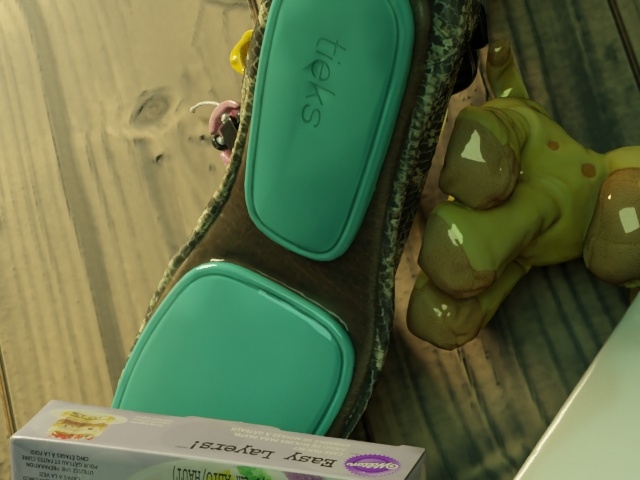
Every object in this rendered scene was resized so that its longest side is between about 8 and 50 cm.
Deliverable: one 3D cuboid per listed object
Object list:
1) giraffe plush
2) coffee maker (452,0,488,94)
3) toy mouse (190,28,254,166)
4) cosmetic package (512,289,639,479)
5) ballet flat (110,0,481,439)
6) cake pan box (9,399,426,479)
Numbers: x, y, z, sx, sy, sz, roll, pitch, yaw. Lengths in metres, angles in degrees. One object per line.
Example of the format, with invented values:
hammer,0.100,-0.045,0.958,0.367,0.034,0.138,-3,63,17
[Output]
giraffe plush,0.166,-0.017,1.165,0.170,0.181,0.210,16,41,8
coffee maker,0.049,-0.207,1.211,0.120,0.171,0.178,-23,47,28
toy mouse,-0.029,-0.080,1.265,0.161,0.031,0.143,-16,84,43
cosmetic package,0.208,0.148,1.086,0.129,0.153,0.296,33,84,22
ballet flat,0.000,0.000,1.144,0.164,0.182,0.483,30,120,17
cake pan box,-0.059,0.237,1.110,0.267,0.070,0.245,6,108,16
